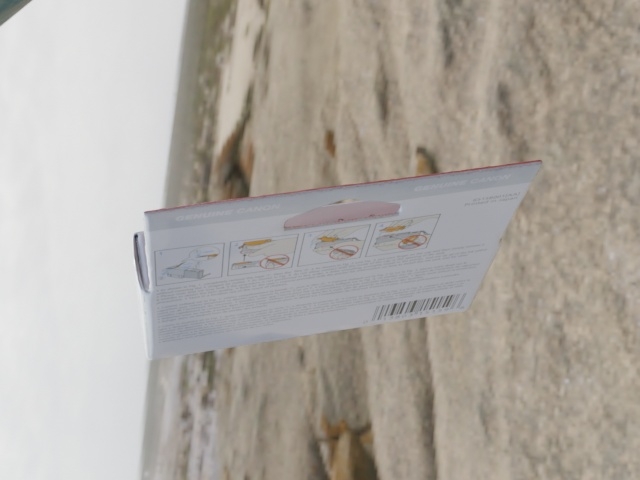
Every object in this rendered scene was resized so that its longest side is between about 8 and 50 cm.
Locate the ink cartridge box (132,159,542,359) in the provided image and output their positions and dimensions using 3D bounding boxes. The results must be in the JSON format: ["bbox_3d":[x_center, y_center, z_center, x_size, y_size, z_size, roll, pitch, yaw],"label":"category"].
[{"bbox_3d":[0.000,0.000,0.826,0.239,0.275,0.060,102,157,-59],"label":"ink cartridge box"}]

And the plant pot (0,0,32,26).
[{"bbox_3d":[-0.486,-0.381,1.384,0.334,0.341,0.341,-20,53,35],"label":"plant pot"}]
